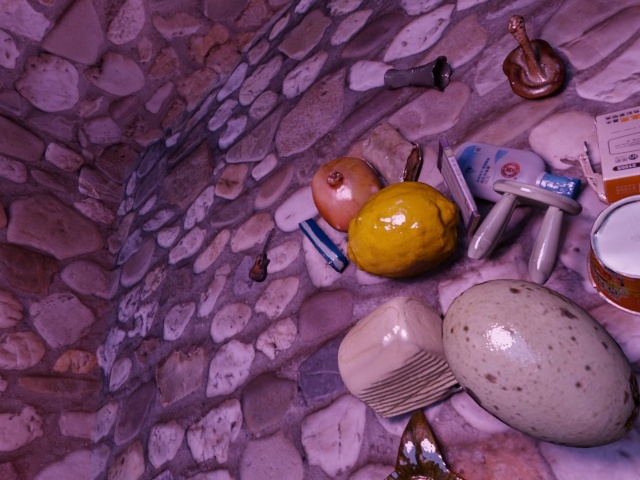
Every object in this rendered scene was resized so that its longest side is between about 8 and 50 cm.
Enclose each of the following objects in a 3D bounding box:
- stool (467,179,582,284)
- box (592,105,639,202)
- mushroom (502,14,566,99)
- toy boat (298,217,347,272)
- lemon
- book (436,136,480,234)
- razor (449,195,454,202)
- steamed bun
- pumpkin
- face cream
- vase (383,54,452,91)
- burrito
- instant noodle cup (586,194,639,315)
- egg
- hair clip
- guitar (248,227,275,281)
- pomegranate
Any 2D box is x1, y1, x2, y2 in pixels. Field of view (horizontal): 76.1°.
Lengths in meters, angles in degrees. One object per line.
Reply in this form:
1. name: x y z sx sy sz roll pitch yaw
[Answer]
1. stool: 0.469 -0.023 0.962 0.195 0.195 0.199 25 102 24
2. box: 0.760 -0.206 0.879 0.273 0.091 0.221 -9 50 34
3. mushroom: 0.575 -0.522 1.141 0.147 0.217 0.227 -33 51 23
4. toy boat: 0.000 0.000 1.472 0.061 0.096 0.299 -43 44 2
5. lemon: 0.227 -0.027 1.167 0.316 0.285 0.286 10 75 49
6. book: 0.364 -0.142 1.086 0.026 0.157 0.232 -19 71 6
7. razor: 0.399 -0.117 1.226 0.044 0.028 0.155 12 78 43
8. steamed bun: 0.191 0.275 1.085 0.290 0.273 0.272 -39 33 14
9. pumpkin: 0.255 0.594 0.947 0.290 0.095 0.258 36 91 42
10. face cream: 0.514 -0.173 1.113 0.336 0.080 0.163 26 85 41
11. vase: 0.338 -0.589 1.470 0.237 0.115 0.116 19 82 47
12. burrito: 0.251 -0.280 1.390 0.175 0.107 0.348 -52 42 26
13. instant noodle cup: 0.658 0.021 0.824 0.230 0.182 0.231 -19 57 32
14. egg: 0.431 0.239 0.840 0.379 0.287 0.288 27 88 33
15. hair clip: 0.669 -0.145 1.001 0.072 0.034 0.226 -30 52 27
16. guitar: -0.231 0.058 1.688 0.088 0.025 0.234 5 72 42
17. pomegranate: 0.085 -0.158 1.351 0.228 0.270 0.252 -26 61 19
